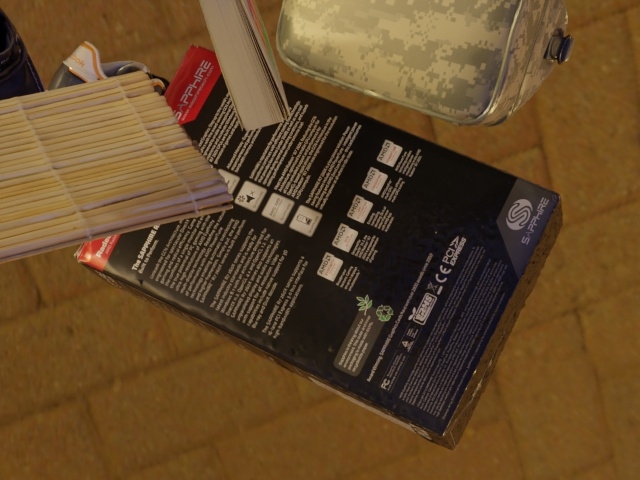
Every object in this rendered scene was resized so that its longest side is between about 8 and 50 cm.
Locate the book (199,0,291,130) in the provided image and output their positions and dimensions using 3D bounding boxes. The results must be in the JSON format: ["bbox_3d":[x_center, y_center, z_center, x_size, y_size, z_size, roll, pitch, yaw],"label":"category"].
[{"bbox_3d":[-0.058,-0.153,0.851,0.035,0.096,0.144,-14,148,4],"label":"book"}]

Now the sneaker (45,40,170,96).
[{"bbox_3d":[-0.246,-0.178,1.914,0.321,0.126,0.127,26,95,-39],"label":"sneaker"}]

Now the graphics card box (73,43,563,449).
[{"bbox_3d":[0.000,0.000,1.156,0.371,0.094,0.233,23,78,19],"label":"graphics card box"}]

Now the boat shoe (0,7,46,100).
[{"bbox_3d":[-0.283,-0.166,1.079,0.080,0.076,0.228,-52,136,-25],"label":"boat shoe"}]

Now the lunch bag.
[{"bbox_3d":[0.129,-0.267,1.561,0.305,0.256,0.212,19,102,22],"label":"lunch bag"}]

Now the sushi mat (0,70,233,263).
[{"bbox_3d":[-0.219,-0.032,0.766,0.316,0.151,0.019,-15,132,-25],"label":"sushi mat"}]
